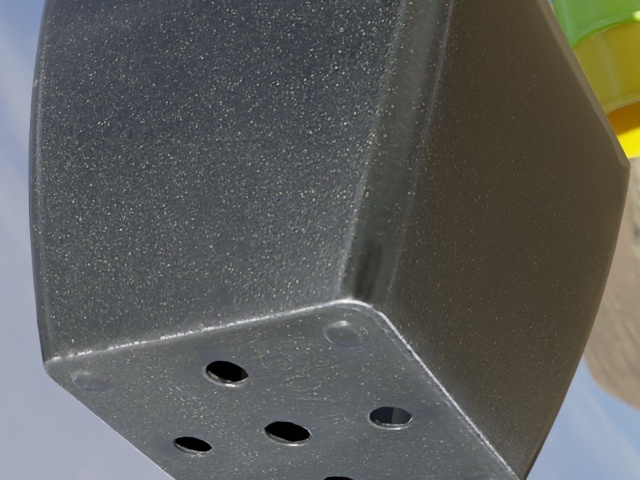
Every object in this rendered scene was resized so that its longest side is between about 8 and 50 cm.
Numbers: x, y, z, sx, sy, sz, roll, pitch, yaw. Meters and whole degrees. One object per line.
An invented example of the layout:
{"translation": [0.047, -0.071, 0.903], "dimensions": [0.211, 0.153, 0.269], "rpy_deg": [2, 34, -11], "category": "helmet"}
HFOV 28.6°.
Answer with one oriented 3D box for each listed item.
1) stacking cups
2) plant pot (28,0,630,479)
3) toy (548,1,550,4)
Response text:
{"translation": [0.194, -0.218, 0.927], "dimensions": [0.096, 0.096, 0.316], "rpy_deg": [35, -141, -59], "category": "stacking cups"}
{"translation": [0.000, 0.000, 0.471], "dimensions": [0.188, 0.187, 0.167], "rpy_deg": [52, -144, -41], "category": "plant pot"}
{"translation": [0.128, -0.090, 1.030], "dimensions": [0.056, 0.237, 0.137], "rpy_deg": [25, -166, 38], "category": "toy"}
